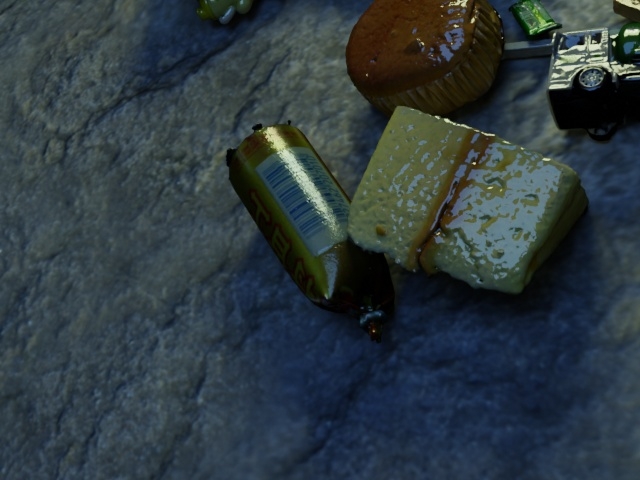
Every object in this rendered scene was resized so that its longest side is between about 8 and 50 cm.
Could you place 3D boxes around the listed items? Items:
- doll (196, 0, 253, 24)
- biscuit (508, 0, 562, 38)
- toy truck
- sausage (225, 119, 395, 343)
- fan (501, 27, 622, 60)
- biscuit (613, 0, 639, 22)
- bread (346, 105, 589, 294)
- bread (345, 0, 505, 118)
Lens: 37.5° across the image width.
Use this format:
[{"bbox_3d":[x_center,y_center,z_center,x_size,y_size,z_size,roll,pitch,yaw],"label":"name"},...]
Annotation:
[{"bbox_3d":[-0.119,-0.394,1.446,0.162,0.062,0.106,-22,61,15],"label":"doll"},{"bbox_3d":[0.271,-0.284,1.200,0.046,0.016,0.089,-21,43,5],"label":"biscuit"},{"bbox_3d":[0.382,-0.191,1.056,0.243,0.101,0.125,-1,61,25],"label":"toy truck"},{"bbox_3d":[0.001,0.001,1.148,0.117,0.125,0.317,-37,57,7],"label":"sausage"},{"bbox_3d":[0.343,-0.245,1.154,0.282,0.023,0.057,2,68,27],"label":"fan"},{"bbox_3d":[0.457,-0.305,1.109,0.221,0.029,0.142,-9,52,21],"label":"biscuit"},{"bbox_3d":[0.158,-0.027,1.069,0.240,0.135,0.178,24,82,30],"label":"bread"},{"bbox_3d":[0.128,-0.248,1.199,0.199,0.104,0.199,-15,63,32],"label":"bread"}]
